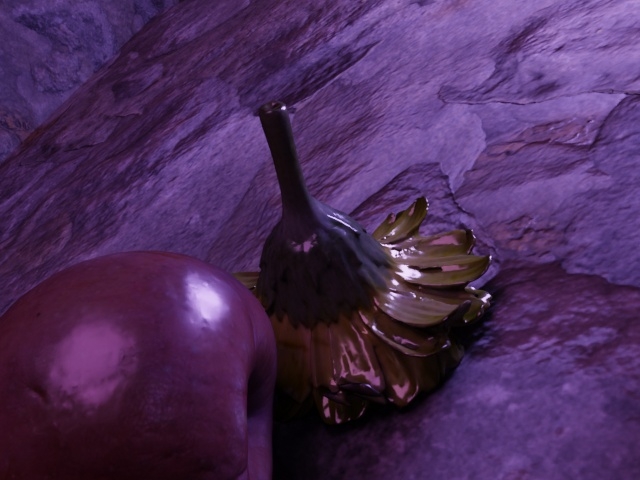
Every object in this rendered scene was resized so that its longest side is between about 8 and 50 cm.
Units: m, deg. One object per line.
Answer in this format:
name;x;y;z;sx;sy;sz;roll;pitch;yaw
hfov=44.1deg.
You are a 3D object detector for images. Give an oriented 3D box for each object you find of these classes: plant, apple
plant;0.015;0.046;0.765;0.306;0.297;0.261;-18;61;-2
apple;-0.160;0.159;0.653;0.235;0.306;0.306;1;36;6
